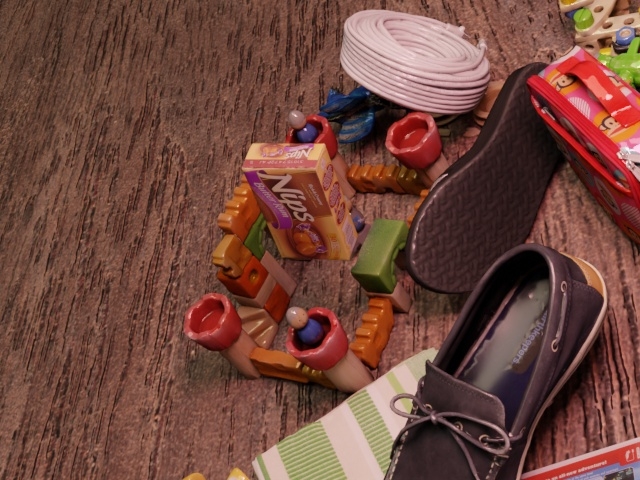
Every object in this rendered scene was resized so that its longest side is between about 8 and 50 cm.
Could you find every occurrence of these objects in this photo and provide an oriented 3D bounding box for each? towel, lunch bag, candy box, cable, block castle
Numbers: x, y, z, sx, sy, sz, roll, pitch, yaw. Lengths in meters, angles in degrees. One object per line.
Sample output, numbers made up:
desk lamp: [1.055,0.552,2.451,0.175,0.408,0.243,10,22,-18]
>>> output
towel: [0.074,0.312,1.506,0.324,0.038,0.248,-34,41,4]
lunch bag: [0.410,-0.138,1.496,0.120,0.258,0.293,-35,40,4]
candy box: [-0.025,-0.052,1.493,0.109,0.187,0.053,3,51,22]
cable: [0.154,-0.296,1.784,0.257,0.257,0.089,-83,11,-60]
block castle: [0.000,0.000,1.707,0.303,0.213,0.453,5,57,39]

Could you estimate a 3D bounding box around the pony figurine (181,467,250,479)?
pony figurine: [-0.193,0.466,1.385,0.363,0.303,0.351,-43,21,-15]

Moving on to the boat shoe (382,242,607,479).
boat shoe: [0.184,0.219,1.347,0.186,0.156,0.500,27,83,42]

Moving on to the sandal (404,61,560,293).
sandal: [0.259,-0.085,1.667,0.446,0.167,0.107,-53,17,-27]

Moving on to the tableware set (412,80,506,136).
tableware set: [0.252,-0.240,1.872,0.194,0.039,0.128,5,57,39]

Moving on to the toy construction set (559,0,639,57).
toy construction set: [0.535,-0.368,1.714,0.327,0.151,0.215,-17,44,39]

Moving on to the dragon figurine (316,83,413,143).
dragon figurine: [0.055,-0.232,1.937,0.289,0.085,0.144,-24,22,23]

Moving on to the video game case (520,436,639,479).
video game case: [0.304,0.382,1.248,0.204,0.025,0.285,-27,41,33]

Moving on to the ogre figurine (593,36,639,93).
ogre figurine: [0.480,-0.237,1.643,0.097,0.118,0.197,-46,41,-9]

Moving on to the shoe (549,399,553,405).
shoe: [0.246,0.182,1.480,0.081,0.063,0.178,-38,37,7]
